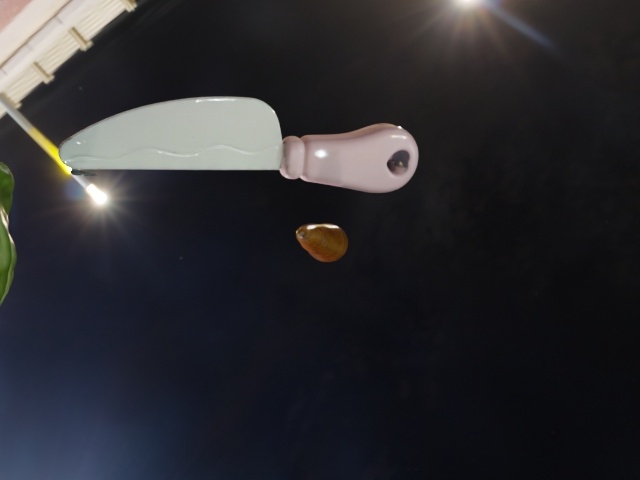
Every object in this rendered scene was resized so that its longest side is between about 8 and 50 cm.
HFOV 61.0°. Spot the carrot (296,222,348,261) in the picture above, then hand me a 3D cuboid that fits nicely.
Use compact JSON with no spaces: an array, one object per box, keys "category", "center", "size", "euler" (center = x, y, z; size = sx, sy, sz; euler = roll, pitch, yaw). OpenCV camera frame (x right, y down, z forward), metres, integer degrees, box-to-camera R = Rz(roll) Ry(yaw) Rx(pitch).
[{"category":"carrot","center":[0.000,0.000,0.564],"size":[0.048,0.048,0.216],"euler":[-36,174,4]}]

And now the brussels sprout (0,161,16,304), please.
[{"category":"brussels sprout","center":[-0.330,-0.006,0.392],"size":[0.244,0.244,0.244],"euler":[-29,-153,17]}]

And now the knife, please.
[{"category":"knife","center":[-0.058,-0.089,0.503],"size":[0.336,0.081,0.043],"euler":[0,-156,-23]}]
